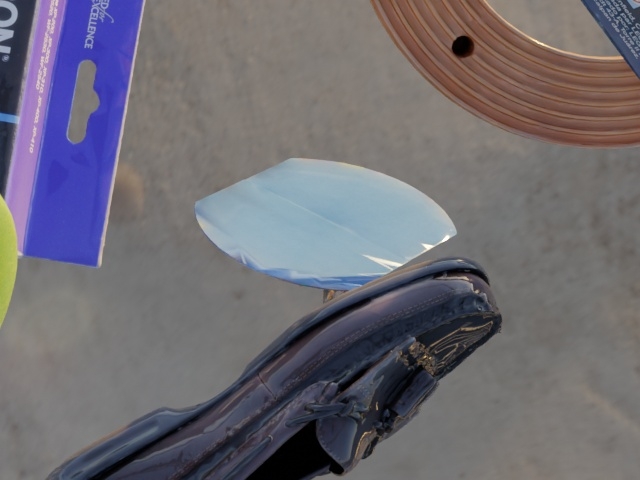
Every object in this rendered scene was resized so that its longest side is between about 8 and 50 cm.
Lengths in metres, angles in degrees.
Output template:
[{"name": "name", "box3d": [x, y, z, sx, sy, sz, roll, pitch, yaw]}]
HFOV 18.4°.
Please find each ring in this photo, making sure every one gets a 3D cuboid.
[{"name": "ring", "box3d": [0.179, -0.221, 1.208, 0.337, 0.032, 0.336, -2, 106, -9]}]

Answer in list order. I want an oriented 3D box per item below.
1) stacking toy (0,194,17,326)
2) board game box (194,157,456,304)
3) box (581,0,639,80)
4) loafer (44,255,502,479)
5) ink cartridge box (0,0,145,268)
[{"name": "stacking toy", "box3d": [-0.186, 0.089, 0.710, 0.130, 0.309, 0.279, 27, 79, 23]}, {"name": "board game box", "box3d": [0.000, 0.000, 1.261, 0.133, 0.033, 0.169, 26, 33, 28]}, {"name": "box", "box3d": [0.119, -0.151, 0.429, 0.233, 0.044, 0.159, -42, 99, -22]}, {"name": "loafer", "box3d": [-0.017, 0.121, 1.160, 0.302, 0.109, 0.095, -29, 56, 0]}, {"name": "ink cartridge box", "box3d": [-0.218, -0.098, 1.181, 0.208, 0.045, 0.206, 8, 77, -1]}]
